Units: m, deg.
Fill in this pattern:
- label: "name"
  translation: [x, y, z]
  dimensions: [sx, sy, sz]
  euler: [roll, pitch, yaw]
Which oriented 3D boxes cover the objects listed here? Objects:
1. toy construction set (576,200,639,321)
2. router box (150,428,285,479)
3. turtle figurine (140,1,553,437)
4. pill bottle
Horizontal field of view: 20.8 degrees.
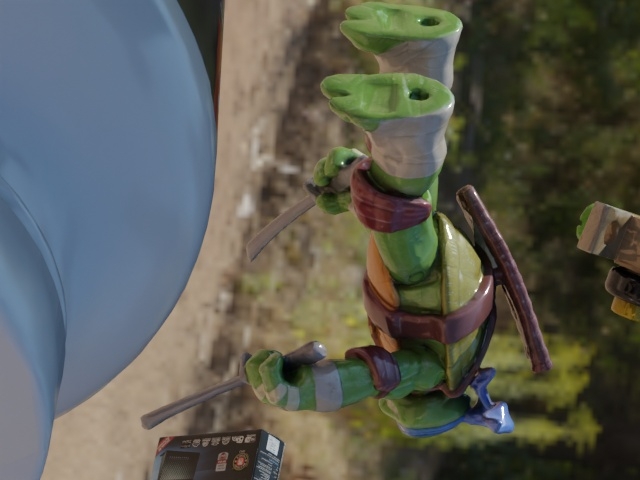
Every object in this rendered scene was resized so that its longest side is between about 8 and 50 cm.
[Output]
- label: "toy construction set"
  translation: [0.345, -0.040, 1.382]
  dimensions: [0.309, 0.237, 0.257]
  euler: [-23, 120, -41]
- label: "router box"
  translation: [-0.095, 0.217, 1.529]
  dimensions: [0.038, 0.122, 0.092]
  euler: [38, 53, -44]
- label: "turtle figurine"
  translation: [0.000, 0.000, 1.052]
  dimensions: [0.198, 0.274, 0.266]
  euler: [-32, 137, -41]
- label: "pill bottle"
  translation: [-0.114, -0.070, 0.453]
  dimensions: [0.323, 0.181, 0.181]
  euler: [-91, 177, -50]
